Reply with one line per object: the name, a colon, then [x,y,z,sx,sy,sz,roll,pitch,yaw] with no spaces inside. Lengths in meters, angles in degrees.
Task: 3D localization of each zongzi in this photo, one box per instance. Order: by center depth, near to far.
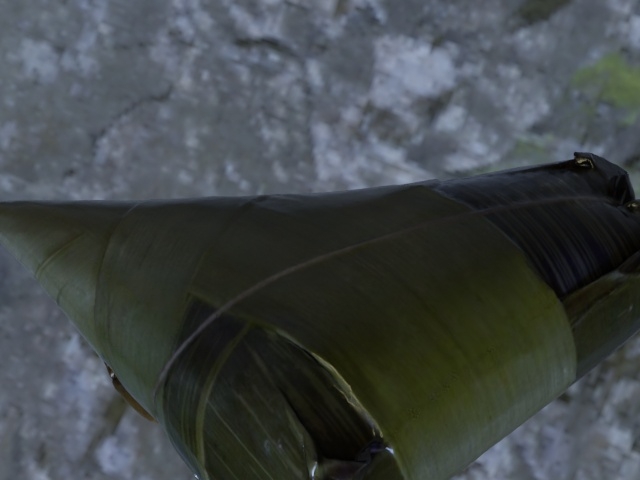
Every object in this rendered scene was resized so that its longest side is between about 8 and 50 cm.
zongzi: [0.000,0.000,0.859,0.289,0.317,0.154,-32,149,-27]

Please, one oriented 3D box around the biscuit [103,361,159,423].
biscuit: [-0.144,0.074,1.425,0.042,0.226,0.226,-12,123,-46]
